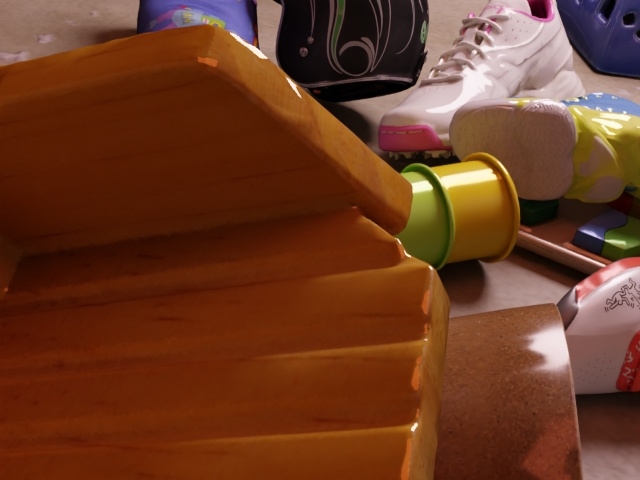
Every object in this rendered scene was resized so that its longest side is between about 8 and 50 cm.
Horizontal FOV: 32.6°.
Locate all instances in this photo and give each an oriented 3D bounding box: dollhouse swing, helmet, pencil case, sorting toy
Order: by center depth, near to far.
[{"bbox_3d":[-0.160,0.026,0.340,0.315,0.305,0.347,-8,45,22],"label":"dollhouse swing"},{"bbox_3d":[0.242,-0.035,1.018,0.193,0.038,0.208,23,34,18],"label":"sorting toy"},{"bbox_3d":[-0.115,-0.205,1.088,0.133,0.119,0.306,-6,35,-3],"label":"pencil case"},{"bbox_3d":[0.022,-0.227,1.089,0.169,0.162,0.169,-5,-1,0],"label":"helmet"}]

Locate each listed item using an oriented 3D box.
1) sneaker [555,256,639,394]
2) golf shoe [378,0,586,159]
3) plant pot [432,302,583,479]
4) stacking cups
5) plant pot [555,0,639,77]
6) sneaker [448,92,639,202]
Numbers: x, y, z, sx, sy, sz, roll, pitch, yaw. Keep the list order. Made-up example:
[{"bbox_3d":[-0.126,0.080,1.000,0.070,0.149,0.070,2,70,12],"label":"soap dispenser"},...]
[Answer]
[{"bbox_3d":[0.284,0.078,0.808,0.270,0.090,0.145,-15,38,-39],"label":"sneaker"},{"bbox_3d":[0.152,-0.165,1.079,0.115,0.140,0.306,4,20,39],"label":"golf shoe"},{"bbox_3d":[-0.015,0.148,0.507,0.254,0.237,0.237,-1,32,6],"label":"plant pot"},{"bbox_3d":[0.000,0.000,0.856,0.316,0.096,0.096,-11,39,-24],"label":"stacking cups"},{"bbox_3d":[0.450,-0.345,1.402,0.235,0.212,0.236,4,34,-12],"label":"plant pot"},{"bbox_3d":[0.228,-0.091,1.006,0.240,0.091,0.126,12,23,-7],"label":"sneaker"}]
